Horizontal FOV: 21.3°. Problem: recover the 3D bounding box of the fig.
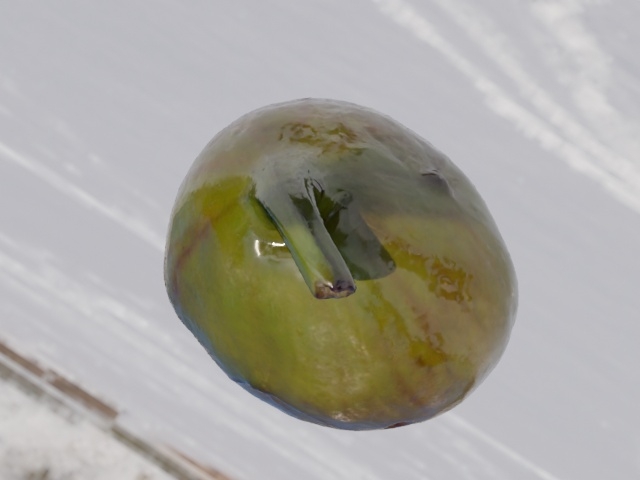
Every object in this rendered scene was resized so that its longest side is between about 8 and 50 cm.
[{"bbox_3d":[0.000,0.000,0.399,0.098,0.082,0.084,62,-170,-60],"label":"fig"}]
